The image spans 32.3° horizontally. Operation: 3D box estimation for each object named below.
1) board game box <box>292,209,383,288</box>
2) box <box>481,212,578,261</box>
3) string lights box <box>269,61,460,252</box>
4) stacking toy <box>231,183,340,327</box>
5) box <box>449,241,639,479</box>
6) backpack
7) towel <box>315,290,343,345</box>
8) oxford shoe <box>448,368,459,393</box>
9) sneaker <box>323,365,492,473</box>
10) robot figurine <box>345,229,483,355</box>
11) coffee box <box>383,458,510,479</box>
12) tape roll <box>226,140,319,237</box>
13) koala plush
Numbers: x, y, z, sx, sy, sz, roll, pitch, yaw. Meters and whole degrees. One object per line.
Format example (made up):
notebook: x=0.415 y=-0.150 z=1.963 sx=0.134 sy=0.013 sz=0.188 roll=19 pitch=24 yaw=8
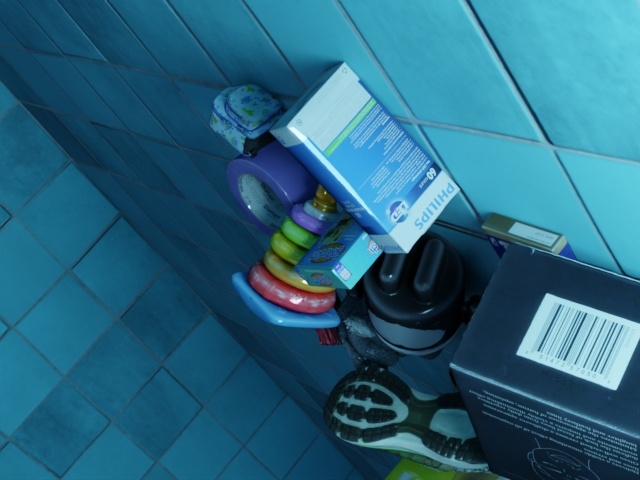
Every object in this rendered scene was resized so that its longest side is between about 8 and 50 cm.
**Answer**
board game box: x=0.065 y=-0.016 z=1.736 sx=0.047 sy=0.210 sz=0.160 roll=46 pitch=164 yaw=-17
box: x=0.337 y=0.058 z=1.627 sx=0.136 sy=0.036 sz=0.225 roll=22 pitch=157 yaw=49
string lights box: x=0.066 y=-0.116 z=1.607 sx=0.259 sy=0.133 sz=0.077 roll=46 pitch=163 yaw=-17
stacking toy: x=-0.016 y=-0.007 z=1.910 sx=0.166 sy=0.302 sz=0.175 roll=4 pitch=-155 yaw=-39
box: x=0.382 y=0.222 z=1.550 sx=0.293 sy=0.212 sz=0.395 roll=19 pitch=155 yaw=27
backpack: x=-0.125 y=-0.212 z=1.859 sx=0.114 sy=0.105 sz=0.084 roll=36 pitch=141 yaw=20
towel: x=0.005 y=0.131 z=2.308 sx=0.199 sy=0.031 sz=0.275 roll=65 pitch=-170 yaw=10
oxford shoe: x=0.320 y=0.266 z=2.042 sx=0.146 sy=0.140 sz=0.397 roll=47 pitch=162 yaw=4
sneaker: x=0.181 y=0.356 z=2.017 sx=0.410 sy=0.158 sz=0.182 roll=11 pitch=150 yaw=40
robot figurine: x=0.159 y=0.091 z=1.866 sx=0.209 sy=0.173 sz=0.278 roll=54 pitch=170 yaw=25
coffee box: x=0.378 y=0.572 z=2.348 sx=0.338 sy=0.334 sz=0.337 roll=49 pitch=163 yaw=-21
tape roll: x=-0.079 y=-0.092 z=2.033 sx=0.189 sy=0.080 sz=0.189 roll=36 pitch=150 yaw=25
koala plush: x=0.121 y=0.153 z=2.115 sx=0.203 sy=0.196 sz=0.221 roll=58 pitch=172 yaw=14
